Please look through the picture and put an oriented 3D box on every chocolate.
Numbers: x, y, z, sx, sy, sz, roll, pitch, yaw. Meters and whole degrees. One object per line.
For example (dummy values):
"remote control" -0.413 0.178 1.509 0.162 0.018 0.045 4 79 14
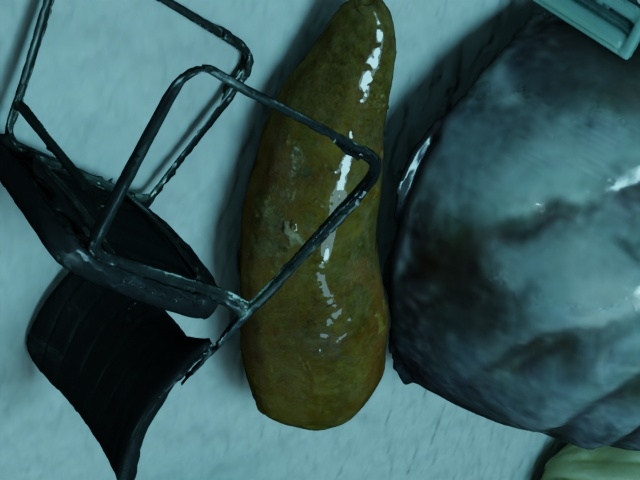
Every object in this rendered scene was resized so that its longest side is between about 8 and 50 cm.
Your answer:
"chocolate" 0.209 0.017 0.921 0.303 0.213 0.303 -28 135 -32

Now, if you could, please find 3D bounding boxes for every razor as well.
"razor" 0.219 -0.244 0.876 0.278 0.111 0.056 -52 166 -8

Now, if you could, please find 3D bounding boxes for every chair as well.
"chair" -0.105 -0.004 0.732 0.145 0.140 0.221 24 106 -46

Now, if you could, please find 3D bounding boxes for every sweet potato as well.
"sweet potato" -0.001 0.000 0.851 0.097 0.097 0.292 -16 127 -31

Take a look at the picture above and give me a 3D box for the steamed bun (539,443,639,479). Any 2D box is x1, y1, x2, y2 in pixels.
"steamed bun" 0.305 0.266 1.209 0.289 0.203 0.276 -53 137 4
